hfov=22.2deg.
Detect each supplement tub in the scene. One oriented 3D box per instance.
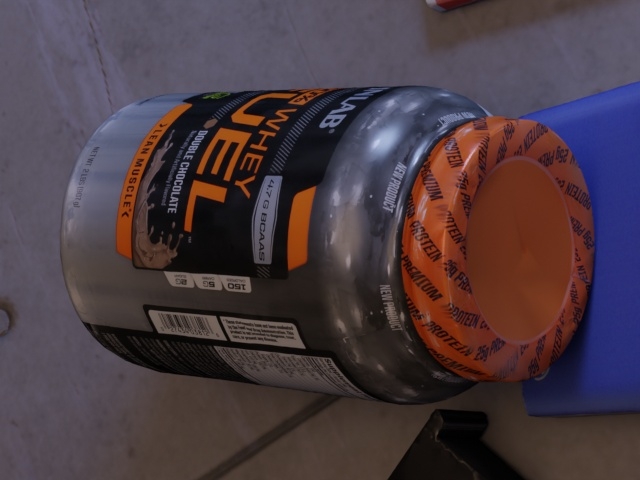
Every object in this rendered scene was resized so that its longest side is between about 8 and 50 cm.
[{"bbox_3d":[0.000,0.000,1.103,0.338,0.207,0.207,2,85,41],"label":"supplement tub"}]

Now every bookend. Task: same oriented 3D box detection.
[{"bbox_3d":[0.106,0.224,1.112,0.156,0.072,0.157,39,104,30],"label":"bookend"}]

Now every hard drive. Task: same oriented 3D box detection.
[{"bbox_3d":[0.236,-0.002,1.000,0.318,0.040,0.210,-13,75,57],"label":"hard drive"}]

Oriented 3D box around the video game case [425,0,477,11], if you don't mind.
[{"bbox_3d":[0.192,-0.296,1.156,0.285,0.025,0.204,-13,77,30],"label":"video game case"}]
